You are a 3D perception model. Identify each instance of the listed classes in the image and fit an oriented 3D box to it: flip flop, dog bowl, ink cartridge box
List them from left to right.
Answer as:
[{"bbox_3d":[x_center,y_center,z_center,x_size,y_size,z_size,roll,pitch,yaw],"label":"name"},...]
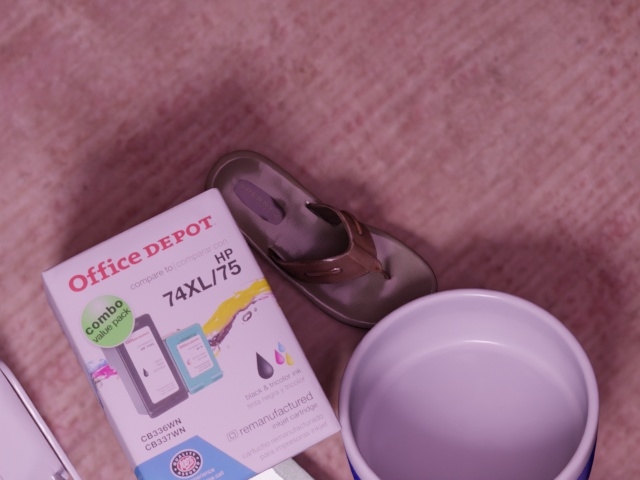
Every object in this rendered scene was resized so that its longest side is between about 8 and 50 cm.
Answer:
[{"bbox_3d":[-0.134,0.120,1.786,0.198,0.197,0.270,-27,84,-10],"label":"ink cartridge box"},{"bbox_3d":[0.000,0.000,1.885,0.277,0.080,0.112,37,82,-5],"label":"flip flop"},{"bbox_3d":[0.153,0.186,1.827,0.265,0.104,0.265,-3,57,5],"label":"dog bowl"}]

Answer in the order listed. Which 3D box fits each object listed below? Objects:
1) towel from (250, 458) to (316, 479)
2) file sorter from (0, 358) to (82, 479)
[{"bbox_3d":[-0.094,0.386,1.859,0.248,0.038,0.325,42,79,0],"label":"towel"},{"bbox_3d":[-0.388,0.250,1.728,0.277,0.173,0.193,-35,108,-18],"label":"file sorter"}]
